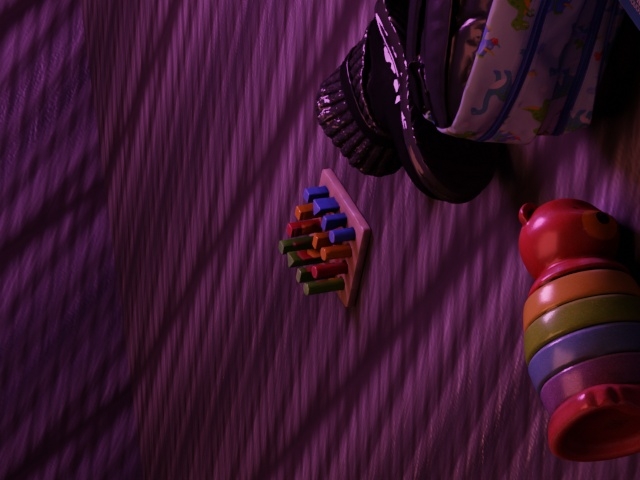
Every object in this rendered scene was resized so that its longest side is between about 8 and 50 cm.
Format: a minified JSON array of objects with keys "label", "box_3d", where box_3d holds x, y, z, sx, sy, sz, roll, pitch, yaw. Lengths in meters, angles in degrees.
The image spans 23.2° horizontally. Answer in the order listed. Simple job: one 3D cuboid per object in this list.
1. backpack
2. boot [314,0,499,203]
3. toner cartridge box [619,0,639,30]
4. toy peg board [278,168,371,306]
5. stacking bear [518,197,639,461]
[{"label":"backpack","box_3d":[0.211,-0.274,1.702,0.355,0.273,0.290,-66,28,20]},{"label":"boot","box_3d":[0.110,-0.146,2.088,0.260,0.131,0.348,126,142,-49]},{"label":"toner cartridge box","box_3d":[0.411,-0.182,1.463,0.165,0.075,0.348,109,145,-46]},{"label":"toy peg board","box_3d":[0.000,0.000,2.466,0.161,0.079,0.160,-122,33,-42]},{"label":"stacking bear","box_3d":[0.298,0.083,1.733,0.164,0.175,0.289,129,138,-51]}]
